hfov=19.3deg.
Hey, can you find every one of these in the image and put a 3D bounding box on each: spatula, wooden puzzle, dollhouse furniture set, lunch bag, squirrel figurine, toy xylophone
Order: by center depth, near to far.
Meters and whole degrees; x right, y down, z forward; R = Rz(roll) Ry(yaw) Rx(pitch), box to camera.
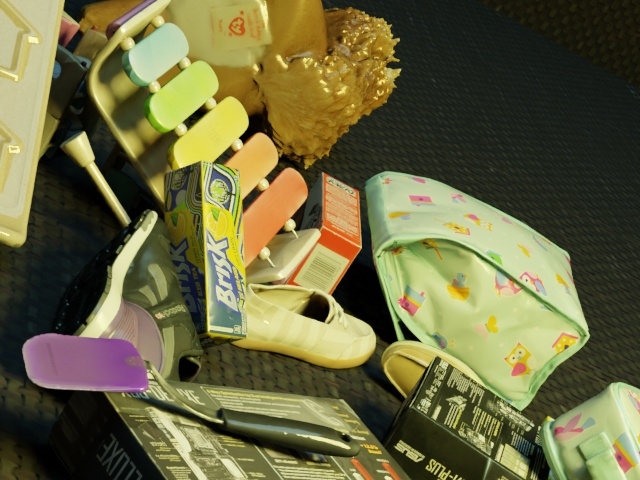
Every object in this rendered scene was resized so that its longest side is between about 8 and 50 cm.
[{"bbox_3d":[-0.096,0.127,1.493,0.296,0.030,0.084,22,19,-26],"label":"spatula"},{"bbox_3d":[0.309,0.269,1.745,0.224,0.108,0.279,20,41,-59],"label":"lunch bag"},{"bbox_3d":[-0.412,-0.168,1.756,0.322,0.080,0.348,19,53,-24],"label":"wooden puzzle"},{"bbox_3d":[-0.135,-0.078,1.912,0.323,0.081,0.236,53,33,-17],"label":"toy xylophone"},{"bbox_3d":[-0.225,-0.121,1.982,0.183,0.129,0.129,36,20,10],"label":"dollhouse furniture set"},{"bbox_3d":[0.155,0.039,2.135,0.262,0.160,0.223,33,19,-14],"label":"lunch bag"},{"bbox_3d":[-0.093,-0.277,2.463,0.397,0.281,0.370,43,7,-12],"label":"squirrel figurine"}]

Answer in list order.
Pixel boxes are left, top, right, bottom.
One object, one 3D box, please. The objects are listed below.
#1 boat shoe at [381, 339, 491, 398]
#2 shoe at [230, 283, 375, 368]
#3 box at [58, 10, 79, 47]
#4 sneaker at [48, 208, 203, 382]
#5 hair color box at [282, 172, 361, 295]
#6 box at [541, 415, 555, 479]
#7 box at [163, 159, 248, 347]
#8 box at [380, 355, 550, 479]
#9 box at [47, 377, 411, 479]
[{"bbox_3d":[0.140,0.173,1.932,0.190,0.068,0.072,33,32,2],"label":"boat shoe"},{"bbox_3d":[-0.014,0.083,1.914,0.219,0.058,0.076,11,29,-46],"label":"shoe"},{"bbox_3d":[-0.419,-0.283,2.026,0.243,0.117,0.213,42,6,24],"label":"box"},{"bbox_3d":[-0.163,0.077,1.685,0.124,0.107,0.283,43,21,-13],"label":"sneaker"},{"bbox_3d":[0.000,0.000,2.087,0.053,0.093,0.167,29,19,-10],"label":"hair color box"},{"bbox_3d":[0.265,0.255,1.949,0.105,0.043,0.179,32,17,-1],"label":"box"},{"bbox_3d":[-0.110,0.014,1.796,0.054,0.059,0.169,11,70,-45],"label":"box"},{"bbox_3d":[0.138,0.200,1.778,0.147,0.077,0.180,33,16,2],"label":"box"},{"bbox_3d":[-0.036,0.219,1.525,0.307,0.076,0.242,11,28,-47],"label":"box"}]
